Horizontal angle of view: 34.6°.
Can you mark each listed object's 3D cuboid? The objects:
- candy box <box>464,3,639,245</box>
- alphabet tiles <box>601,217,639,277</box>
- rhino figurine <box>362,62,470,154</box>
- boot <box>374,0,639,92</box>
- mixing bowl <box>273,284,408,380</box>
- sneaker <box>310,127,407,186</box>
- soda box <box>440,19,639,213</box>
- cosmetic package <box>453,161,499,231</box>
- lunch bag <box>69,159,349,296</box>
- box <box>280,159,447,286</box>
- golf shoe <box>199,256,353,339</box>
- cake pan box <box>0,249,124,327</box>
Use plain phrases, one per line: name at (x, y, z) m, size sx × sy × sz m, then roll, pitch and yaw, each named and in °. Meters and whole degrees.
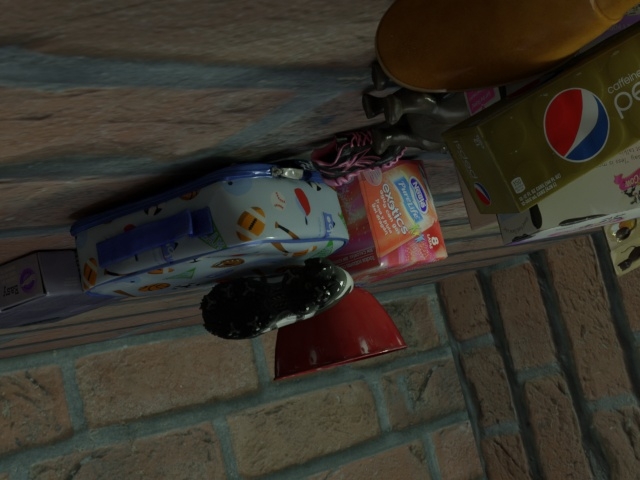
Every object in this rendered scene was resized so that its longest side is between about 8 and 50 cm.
candy box at (0.191, -0.109, 0.733) m, size 0.164 × 0.196 × 0.070 m, roll -12°, pitch 173°, yaw -13°
alphabet tiles at (0.530, -0.086, 1.371) m, size 0.342 × 0.011 × 0.285 m, roll -29°, pitch 132°, yaw 2°
rhino figurine at (0.097, -0.119, 0.969) m, size 0.106 × 0.073 × 0.243 m, roll -10°, pitch 174°, yaw -4°
boot at (0.144, -0.183, 0.550) m, size 0.295 × 0.104 × 0.211 m, roll -19°, pitch 165°, yaw 14°
mixing bowl at (0.015, 0.115, 1.342) m, size 0.181 × 0.098 × 0.181 m, roll -14°, pitch 173°, yaw -2°
sneaker at (0.042, -0.102, 1.127) m, size 0.119 × 0.047 × 0.057 m, roll -26°, pitch 141°, yaw 20°
soda box at (0.172, -0.086, 0.654) m, size 0.181 × 0.061 × 0.058 m, roll -30°, pitch -172°, yaw -14°
cosmetic package at (0.357, -0.099, 1.442) m, size 0.309 × 0.113 × 0.160 m, roll -7°, pitch 170°, yaw -35°
lunch bag at (-0.129, -0.012, 1.205) m, size 0.303 × 0.115 × 0.243 m, roll -18°, pitch 169°, yaw 32°
box at (0.000, 0.000, 1.394) m, size 0.300 × 0.142 × 0.154 m, roll -20°, pitch 170°, yaw 40°
golf shoe at (-0.050, 0.076, 1.239) m, size 0.198 × 0.077 × 0.094 m, roll -14°, pitch 169°, yaw 26°
cake pan box at (-0.400, 0.074, 1.507) m, size 0.266 × 0.070 × 0.245 m, roll -19°, pitch 173°, yaw 32°
